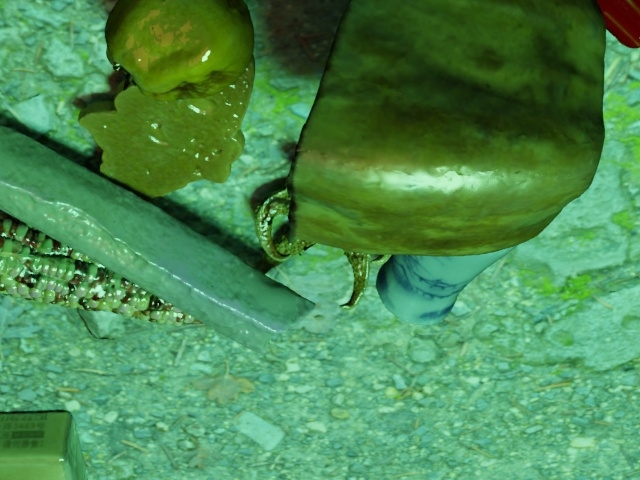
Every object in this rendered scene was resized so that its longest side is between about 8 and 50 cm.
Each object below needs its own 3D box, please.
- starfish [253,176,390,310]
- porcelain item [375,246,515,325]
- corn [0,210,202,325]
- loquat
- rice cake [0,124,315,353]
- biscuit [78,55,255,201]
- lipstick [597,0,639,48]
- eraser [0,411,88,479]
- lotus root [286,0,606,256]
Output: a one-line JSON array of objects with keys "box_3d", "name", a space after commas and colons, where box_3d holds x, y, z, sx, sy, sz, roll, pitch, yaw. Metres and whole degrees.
[{"box_3d": [-0.001, 0.001, 1.754, 0.146, 0.074, 0.190, 33, 149, -12], "name": "starfish"}, {"box_3d": [0.135, -0.018, 1.714, 0.141, 0.141, 0.259, 10, 141, -10], "name": "porcelain item"}, {"box_3d": [-0.240, 0.028, 1.791, 0.280, 0.092, 0.092, 13, 134, -19], "name": "corn"}, {"box_3d": [-0.130, -0.187, 1.550, 0.137, 0.113, 0.137, -7, 130, -9], "name": "loquat"}, {"box_3d": [-0.188, 0.003, 1.730, 0.399, 0.070, 0.064, 30, 142, -18], "name": "rice cake"}, {"box_3d": [-0.144, -0.113, 1.680, 0.162, 0.035, 0.250, 27, 133, -29], "name": "biscuit"}, {"box_3d": [0.207, -0.274, 1.500, 0.073, 0.073, 0.279, -35, 125, 29], "name": "lipstick"}, {"box_3d": [-0.458, 0.278, 2.039, 0.343, 0.078, 0.144, -2, 134, 2], "name": "eraser"}, {"box_3d": [0.112, -0.124, 1.493, 0.250, 0.316, 0.316, 11, 134, -2], "name": "lotus root"}]
